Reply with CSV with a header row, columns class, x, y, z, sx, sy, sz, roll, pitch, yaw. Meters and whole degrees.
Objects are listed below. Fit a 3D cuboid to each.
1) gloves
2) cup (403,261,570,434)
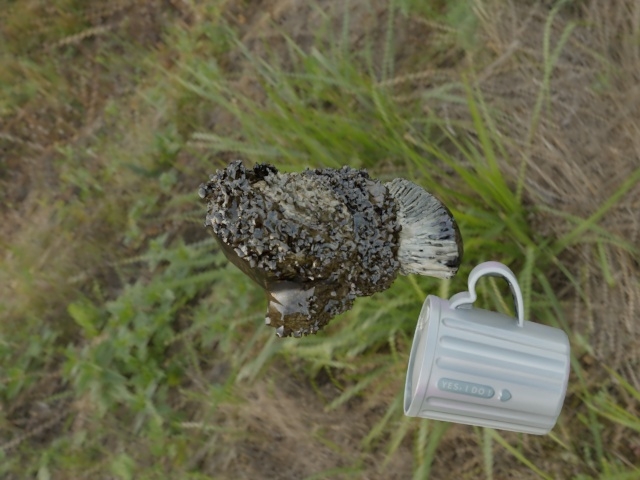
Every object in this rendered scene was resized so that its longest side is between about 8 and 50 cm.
class,x,y,z,sx,sy,sz,roll,pitch,yaw
gloves,0.004,-0.003,1.260,0.135,0.312,0.210,-58,41,34
cup,0.229,0.158,1.595,0.202,0.221,0.167,12,47,-1
